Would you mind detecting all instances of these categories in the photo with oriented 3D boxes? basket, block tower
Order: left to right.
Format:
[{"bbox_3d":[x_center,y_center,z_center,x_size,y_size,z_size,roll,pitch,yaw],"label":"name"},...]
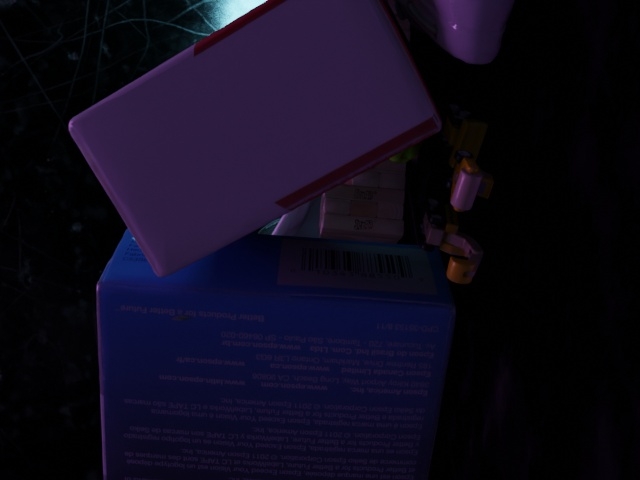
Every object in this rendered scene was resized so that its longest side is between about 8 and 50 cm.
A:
[{"bbox_3d":[0.000,0.000,1.035,0.167,0.113,0.103,-58,2,7],"label":"basket"},{"bbox_3d":[0.051,-0.164,0.936,0.091,0.097,0.336,106,169,-77],"label":"block tower"}]

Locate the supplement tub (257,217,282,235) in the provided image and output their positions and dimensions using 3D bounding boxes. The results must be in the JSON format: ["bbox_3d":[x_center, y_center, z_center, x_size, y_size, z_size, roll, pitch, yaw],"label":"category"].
[{"bbox_3d":[-0.038,0.074,1.394,0.338,0.207,0.207,-96,10,-82],"label":"supplement tub"}]

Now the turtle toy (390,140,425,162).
[{"bbox_3d":[0.067,-0.130,0.780,0.095,0.066,0.130,97,176,-58],"label":"turtle toy"}]

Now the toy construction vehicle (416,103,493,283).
[{"bbox_3d":[0.089,-0.030,0.504,0.098,0.035,0.086,-88,11,-64],"label":"toy construction vehicle"}]

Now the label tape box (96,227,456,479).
[{"bbox_3d":[-0.042,0.170,0.666,0.115,0.249,0.348,-91,5,-63],"label":"label tape box"}]

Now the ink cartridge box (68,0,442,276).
[{"bbox_3d":[-0.023,-0.094,0.590,0.114,0.197,0.273,61,-167,-8],"label":"ink cartridge box"}]

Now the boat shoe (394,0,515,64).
[{"bbox_3d":[0.070,-0.172,0.522,0.226,0.083,0.076,-91,7,-63],"label":"boat shoe"}]
